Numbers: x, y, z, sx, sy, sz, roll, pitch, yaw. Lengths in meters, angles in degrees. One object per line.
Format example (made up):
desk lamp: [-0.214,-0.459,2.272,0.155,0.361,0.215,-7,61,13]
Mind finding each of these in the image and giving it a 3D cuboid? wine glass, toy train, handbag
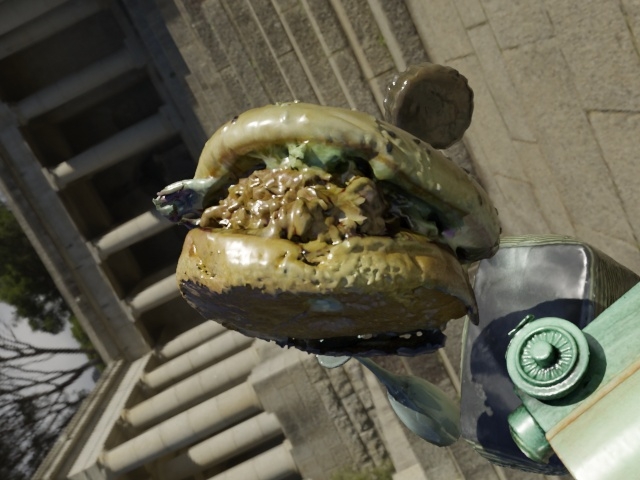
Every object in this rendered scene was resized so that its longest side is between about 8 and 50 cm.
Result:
wine glass: [0.088,0.235,1.142,0.309,0.096,0.264,42,168,-29]
toy train: [0.269,0.083,0.442,0.116,0.285,0.177,41,-169,-34]
handbag: [0.356,0.169,0.928,0.247,0.240,0.340,-6,74,55]

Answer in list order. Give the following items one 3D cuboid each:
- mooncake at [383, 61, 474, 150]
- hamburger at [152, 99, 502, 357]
mooncake: [0.277,-0.350,1.635,0.228,0.228,0.124,63,180,-25]
hamburger: [0.000,0.000,0.622,0.277,0.318,0.195,43,-127,-52]
